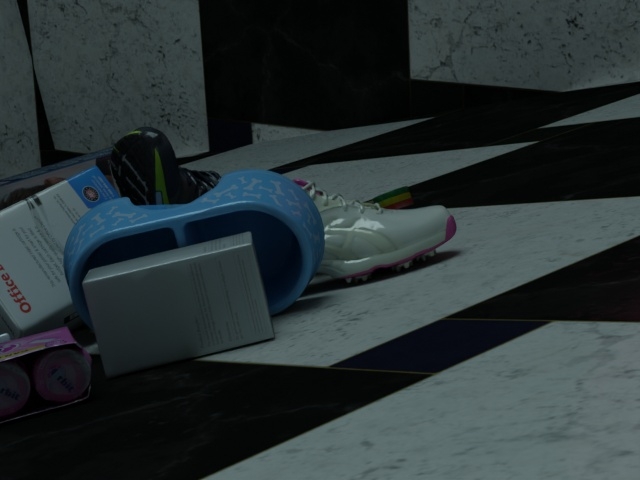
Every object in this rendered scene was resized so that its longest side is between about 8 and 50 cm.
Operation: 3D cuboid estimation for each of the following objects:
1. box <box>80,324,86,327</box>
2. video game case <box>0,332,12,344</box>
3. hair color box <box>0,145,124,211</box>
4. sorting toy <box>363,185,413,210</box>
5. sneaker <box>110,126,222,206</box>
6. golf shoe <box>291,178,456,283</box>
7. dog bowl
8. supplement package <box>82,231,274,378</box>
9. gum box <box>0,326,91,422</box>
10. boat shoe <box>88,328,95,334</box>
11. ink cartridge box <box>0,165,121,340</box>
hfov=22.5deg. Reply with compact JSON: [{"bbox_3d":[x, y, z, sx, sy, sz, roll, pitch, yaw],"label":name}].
[{"bbox_3d":[-0.328,0.061,1.996,0.101,0.102,0.087,-19,7,-25],"label":"box"},{"bbox_3d":[-0.396,0.139,1.695,0.157,0.019,0.143,-16,-12,-9],"label":"video game case"},{"bbox_3d":[-0.372,-0.035,2.453,0.105,0.174,0.347,-3,14,46],"label":"hair color box"},{"bbox_3d":[0.000,0.000,2.020,0.132,0.046,0.274,-18,-3,-33],"label":"sorting toy"},{"bbox_3d":[-0.162,-0.052,1.926,0.121,0.111,0.300,-36,-28,-11],"label":"sneaker"},{"bbox_3d":[0.004,-0.016,1.868,0.306,0.140,0.115,-12,7,-5],"label":"golf shoe"},{"bbox_3d":[-0.142,0.026,1.773,0.297,0.166,0.074,-12,20,4],"label":"dog bowl"},{"bbox_3d":[-0.147,0.065,1.676,0.179,0.105,0.105,-13,9,-2],"label":"supplement package"},{"bbox_3d":[-0.319,0.141,1.582,0.188,0.062,0.107,-15,8,-12],"label":"gum box"},{"bbox_3d":[-0.206,0.072,1.902,0.152,0.049,0.056,-17,10,-22],"label":"boat shoe"},{"bbox_3d":[-0.312,0.025,1.896,0.203,0.148,0.086,-29,-17,-29],"label":"ink cartridge box"}]
